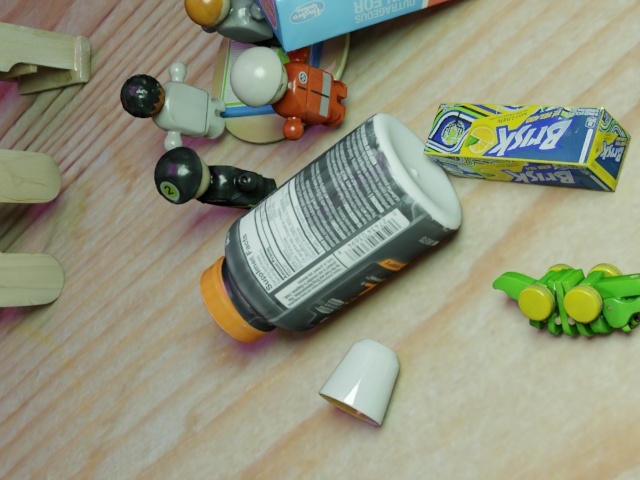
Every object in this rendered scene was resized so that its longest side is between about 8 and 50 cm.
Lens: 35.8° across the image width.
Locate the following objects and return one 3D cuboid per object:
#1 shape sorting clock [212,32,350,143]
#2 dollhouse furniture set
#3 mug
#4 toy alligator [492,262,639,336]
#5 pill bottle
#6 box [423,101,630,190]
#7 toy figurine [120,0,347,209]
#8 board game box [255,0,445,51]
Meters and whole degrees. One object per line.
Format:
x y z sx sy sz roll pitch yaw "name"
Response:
-0.048 -0.211 1.146 0.206 0.040 0.206 -10 75 39 "shape sorting clock"
-0.482 -0.100 1.402 0.362 0.256 0.394 -1 89 42 "dollhouse furniture set"
0.034 0.122 0.892 0.078 0.062 0.064 17 73 38 "mug"
0.222 0.051 0.771 0.190 0.056 0.051 -1 110 40 "toy alligator"
0.000 0.000 0.933 0.246 0.130 0.130 -36 49 23 "pill bottle"
0.177 -0.084 0.868 0.169 0.059 0.054 9 76 44 "box"
-0.104 -0.152 1.056 0.213 0.148 0.209 -48 56 25 "toy figurine"
0.018 -0.345 1.054 0.242 0.064 0.316 -19 49 -9 "board game box"
